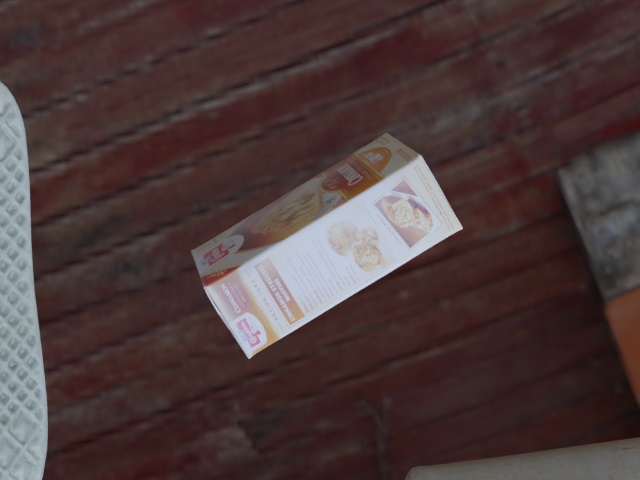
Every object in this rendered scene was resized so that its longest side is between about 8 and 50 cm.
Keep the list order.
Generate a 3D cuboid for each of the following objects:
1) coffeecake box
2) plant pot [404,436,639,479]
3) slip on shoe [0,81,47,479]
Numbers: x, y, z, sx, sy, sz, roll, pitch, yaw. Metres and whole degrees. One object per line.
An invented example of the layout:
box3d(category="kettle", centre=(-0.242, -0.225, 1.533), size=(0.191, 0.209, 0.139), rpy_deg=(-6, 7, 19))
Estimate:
box3d(category="coffeecake box", centre=(0.000, 0.000, 1.329), size=(0.185, 0.142, 0.068), rpy_deg=(-32, 103, -2))
box3d(category="plant pot", centre=(0.234, 0.326, 1.671), size=(0.306, 0.333, 0.333), rpy_deg=(0, 137, 0))
box3d(category="slip on shoe", centre=(-0.225, 0.067, 0.975), size=(0.123, 0.331, 0.101), rpy_deg=(-3, -175, -45))
